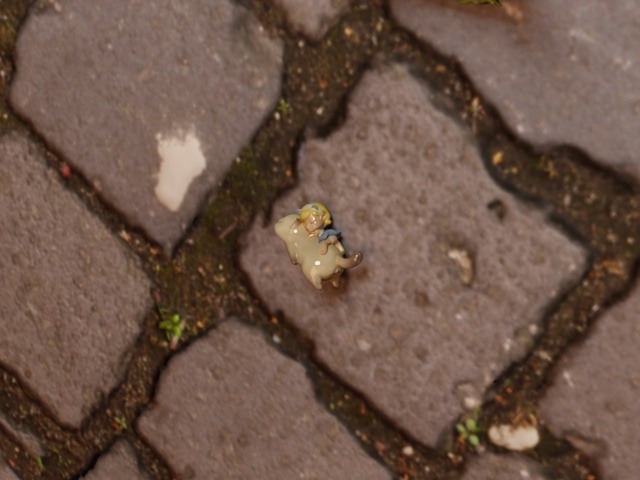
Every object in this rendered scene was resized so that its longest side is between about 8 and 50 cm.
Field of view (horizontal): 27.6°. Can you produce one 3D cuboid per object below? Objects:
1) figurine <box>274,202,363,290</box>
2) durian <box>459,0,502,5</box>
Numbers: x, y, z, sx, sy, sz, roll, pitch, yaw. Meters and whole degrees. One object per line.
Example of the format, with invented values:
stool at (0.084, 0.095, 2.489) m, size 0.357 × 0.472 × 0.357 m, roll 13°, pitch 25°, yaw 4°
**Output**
figurine at (0.000, 0.000, 1.144) m, size 0.050 × 0.047 × 0.083 m, roll -46°, pitch 72°, yaw 23°
durian at (0.085, -0.211, 0.956) m, size 0.215 × 0.100 × 0.086 m, roll 20°, pitch 122°, yaw 36°
